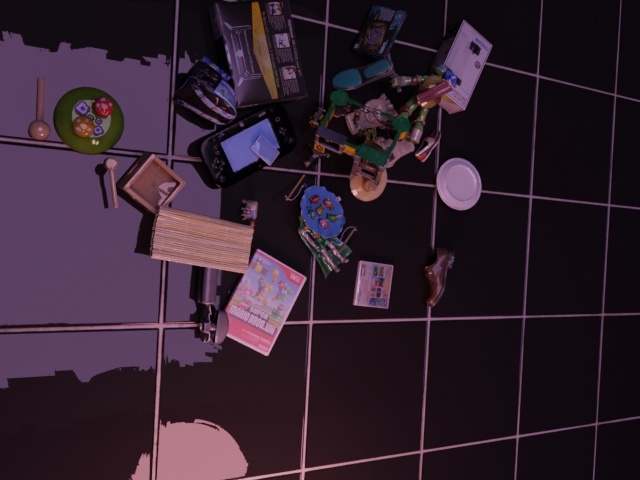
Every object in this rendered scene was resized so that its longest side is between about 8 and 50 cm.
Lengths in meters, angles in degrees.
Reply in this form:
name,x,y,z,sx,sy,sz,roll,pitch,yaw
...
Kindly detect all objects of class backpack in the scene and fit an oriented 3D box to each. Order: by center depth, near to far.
name,x,y,z,sx,sy,sz,roll,pitch,yaw
backpack,-0.316,-0.424,1.710,0.173,0.158,0.117,33,60,-23

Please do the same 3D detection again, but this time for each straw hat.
name,x,y,z,sx,sy,sz,roll,pitch,yaw
straw hat,0.177,-0.198,2.013,0.144,0.061,0.145,-6,109,-18

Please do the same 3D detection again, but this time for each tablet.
name,x,y,z,sx,sy,sz,roll,pitch,yaw
tablet,-0.170,-0.277,1.807,0.083,0.006,0.054,42,75,-26

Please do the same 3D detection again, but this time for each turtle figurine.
name,x,y,z,sx,sy,sz,roll,pitch,yaw
turtle figurine,0.315,-0.489,2.032,0.266,0.274,0.198,-64,158,0

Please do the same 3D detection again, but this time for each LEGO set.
name,x,y,z,sx,sy,sz,roll,pitch,yaw
LEGO set,0.119,-0.316,1.927,0.331,0.192,0.255,18,67,2

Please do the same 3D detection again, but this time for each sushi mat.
name,x,y,z,sx,sy,sz,roll,pitch,yaw
sushi mat,-0.339,0.001,1.711,0.316,0.019,0.152,13,79,-37

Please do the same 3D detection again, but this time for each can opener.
name,x,y,z,sx,sy,sz,roll,pitch,yaw
can opener,-0.322,0.168,1.776,0.095,0.076,0.284,5,88,-31

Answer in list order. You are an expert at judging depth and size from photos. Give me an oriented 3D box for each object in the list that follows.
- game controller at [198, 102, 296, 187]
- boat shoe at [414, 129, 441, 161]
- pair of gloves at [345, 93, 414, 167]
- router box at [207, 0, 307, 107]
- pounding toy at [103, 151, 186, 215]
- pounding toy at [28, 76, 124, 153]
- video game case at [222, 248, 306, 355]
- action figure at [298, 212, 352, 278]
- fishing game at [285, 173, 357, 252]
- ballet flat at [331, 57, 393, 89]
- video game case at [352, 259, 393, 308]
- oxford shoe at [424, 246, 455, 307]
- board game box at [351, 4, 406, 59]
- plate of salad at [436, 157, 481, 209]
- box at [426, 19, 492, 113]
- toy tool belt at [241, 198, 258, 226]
name,x,y,z,sx,sy,sz,roll,pitch,yaw
game controller,-0.220,-0.294,1.806,0.319,0.067,0.166,-34,125,-23
boat shoe,0.394,-0.354,2.154,0.043,0.049,0.137,37,80,-22
pair of gloves,0.207,-0.372,2.056,0.204,0.042,0.240,-35,105,-19
router box,-0.191,-0.575,1.813,0.242,0.081,0.309,-15,99,-26
pounding toy,-0.520,-0.164,1.640,0.206,0.094,0.181,44,77,-31
pounding toy,-0.639,-0.333,1.568,0.236,0.110,0.183,9,87,-28
video game case,-0.188,0.198,1.876,0.204,0.025,0.285,32,77,-25
action figure,0.000,0.000,1.950,0.137,0.063,0.232,-48,111,-21
fishing game,0.015,-0.098,1.930,0.264,0.041,0.189,48,48,-12
ballet flat,0.145,-0.548,1.971,0.213,0.068,0.072,-15,83,16
video game case,0.187,0.156,2.078,0.143,0.019,0.157,9,87,-28
oxford shoe,0.419,0.134,2.178,0.096,0.083,0.227,16,83,-9
board game box,0.200,-0.709,2.001,0.186,0.126,0.026,-65,158,-10
plate of salad,0.521,-0.212,2.226,0.199,0.048,0.200,2,83,-21
box,0.506,-0.639,2.179,0.169,0.087,0.290,31,78,-25
toy tool belt,-0.226,-0.086,1.838,0.051,0.052,0.083,7,85,3
